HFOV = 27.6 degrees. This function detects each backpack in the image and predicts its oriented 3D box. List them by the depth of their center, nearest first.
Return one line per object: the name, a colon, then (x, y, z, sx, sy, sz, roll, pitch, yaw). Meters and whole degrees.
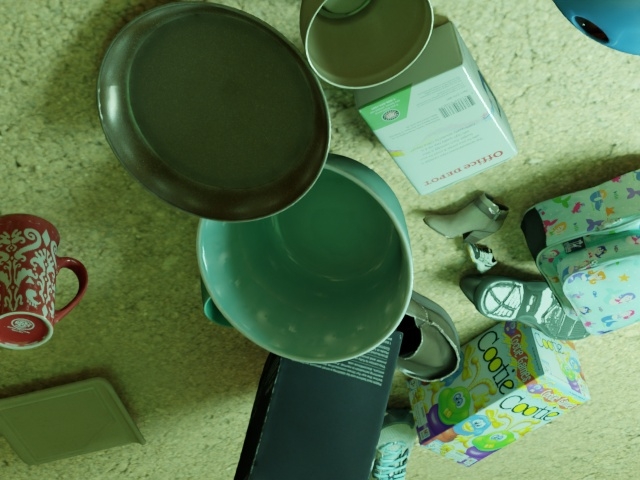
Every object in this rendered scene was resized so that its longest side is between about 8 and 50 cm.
backpack: (0.462, 0.011, 1.998, 0.254, 0.191, 0.225, -26, 138, 11)

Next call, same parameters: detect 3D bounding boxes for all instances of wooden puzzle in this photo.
wooden puzzle: (-0.446, 0.311, 2.270, 0.239, 0.044, 0.221, -9, 142, 6)

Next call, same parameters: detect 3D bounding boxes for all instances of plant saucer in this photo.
plant saucer: (-0.132, -0.167, 1.661, 0.311, 0.050, 0.310, 8, 124, 13)

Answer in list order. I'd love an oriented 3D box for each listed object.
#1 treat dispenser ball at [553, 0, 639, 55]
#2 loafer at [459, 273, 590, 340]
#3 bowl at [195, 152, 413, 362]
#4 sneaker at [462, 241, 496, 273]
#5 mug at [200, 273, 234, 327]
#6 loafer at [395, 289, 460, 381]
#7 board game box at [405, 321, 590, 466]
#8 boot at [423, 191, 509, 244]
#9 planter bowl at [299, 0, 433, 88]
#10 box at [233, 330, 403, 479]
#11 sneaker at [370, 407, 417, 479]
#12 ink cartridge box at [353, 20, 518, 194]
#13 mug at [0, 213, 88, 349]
treat dispenser ball: (0.381, -0.348, 1.447, 0.288, 0.288, 0.288, -6, 141, -5)
loafer: (0.349, 0.098, 2.170, 0.268, 0.084, 0.096, 16, 100, -33)
bowl: (0.000, 0.000, 1.832, 0.312, 0.163, 0.311, 8, 116, 17)
sneaker: (0.255, 0.020, 2.079, 0.037, 0.032, 0.083, -34, 142, 7)
mug: (-0.105, 0.061, 1.987, 0.158, 0.097, 0.129, 9, 141, -26)
loafer: (0.121, 0.152, 2.126, 0.134, 0.130, 0.366, -27, 138, 20)
board game box: (0.309, 0.263, 2.294, 0.275, 0.142, 0.144, -36, 135, 29)
boot: (0.227, -0.040, 1.993, 0.118, 0.042, 0.087, 18, 127, -32)
planter bowl: (0.044, -0.281, 1.586, 0.162, 0.109, 0.162, -12, 135, -12)
box: (-0.021, 0.310, 2.048, 0.179, 0.312, 0.343, 17, 157, -4)
sneaker: (0.135, 0.420, 2.463, 0.110, 0.122, 0.283, -1, 140, -11)
ink cartridge box: (0.156, -0.173, 1.767, 0.154, 0.093, 0.212, -23, 138, 17)
mug: (-0.411, 0.060, 1.864, 0.150, 0.169, 0.113, -4, 140, -7)
